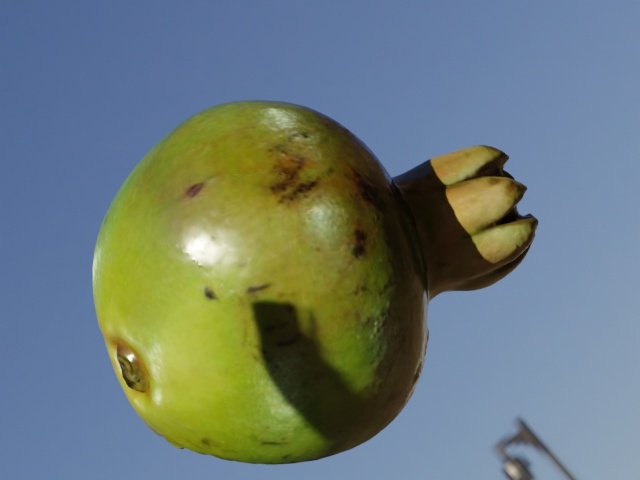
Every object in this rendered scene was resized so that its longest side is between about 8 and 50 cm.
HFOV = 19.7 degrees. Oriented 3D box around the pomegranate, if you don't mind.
[{"bbox_3d":[-0.005,0.009,0.993,0.190,0.241,0.159,-79,-10,-48],"label":"pomegranate"}]
